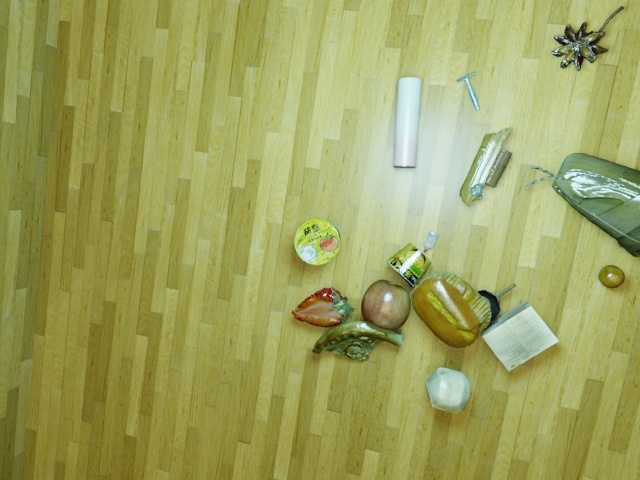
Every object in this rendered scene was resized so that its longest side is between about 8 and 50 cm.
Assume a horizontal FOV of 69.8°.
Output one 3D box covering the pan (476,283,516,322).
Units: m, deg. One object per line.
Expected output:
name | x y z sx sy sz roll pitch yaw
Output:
pan | 0.647 0.240 1.737 0.202 0.048 0.128 -15 92 16

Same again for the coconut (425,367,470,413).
coconut | 0.480 0.571 1.751 0.162 0.161 0.160 12 97 15

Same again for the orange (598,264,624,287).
orange | 1.029 0.127 1.625 0.085 0.085 0.084 1 95 13

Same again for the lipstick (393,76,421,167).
lipstick | 0.327 -0.440 1.737 0.087 0.087 0.326 4 96 13

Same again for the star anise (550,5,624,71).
star anise | 0.922 -0.678 1.577 0.234 0.073 0.177 -11 84 30

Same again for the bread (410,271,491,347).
bread | 0.476 0.252 1.692 0.288 0.156 0.204 51 121 13

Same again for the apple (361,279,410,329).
apple | 0.252 0.245 1.763 0.188 0.188 0.173 21 97 11

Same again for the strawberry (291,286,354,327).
strawberry | 0.009 0.282 1.874 0.228 0.098 0.174 -30 104 26

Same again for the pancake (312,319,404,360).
pancake | 0.148 0.415 1.838 0.377 0.054 0.197 -13 117 16

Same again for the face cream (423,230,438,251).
face cream | 0.424 0.007 1.785 0.040 0.021 0.083 27 100 10

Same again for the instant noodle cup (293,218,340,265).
instant noodle cup | 0.000 0.000 1.824 0.183 0.144 0.182 1 96 12

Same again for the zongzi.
zongzi | 0.960 -0.182 1.422 0.500 0.467 0.218 39 81 9

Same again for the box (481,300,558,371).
box | 0.733 0.354 1.703 0.212 0.095 0.168 -38 84 14

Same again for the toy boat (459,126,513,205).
toy boat | 0.615 -0.270 1.682 0.116 0.089 0.310 23 99 8

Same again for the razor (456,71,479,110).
razor | 0.561 -0.547 1.701 0.068 0.040 0.134 -22 94 15

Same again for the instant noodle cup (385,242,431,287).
instant noodle cup | 0.343 0.090 1.757 0.122 0.151 0.151 -44 84 1
